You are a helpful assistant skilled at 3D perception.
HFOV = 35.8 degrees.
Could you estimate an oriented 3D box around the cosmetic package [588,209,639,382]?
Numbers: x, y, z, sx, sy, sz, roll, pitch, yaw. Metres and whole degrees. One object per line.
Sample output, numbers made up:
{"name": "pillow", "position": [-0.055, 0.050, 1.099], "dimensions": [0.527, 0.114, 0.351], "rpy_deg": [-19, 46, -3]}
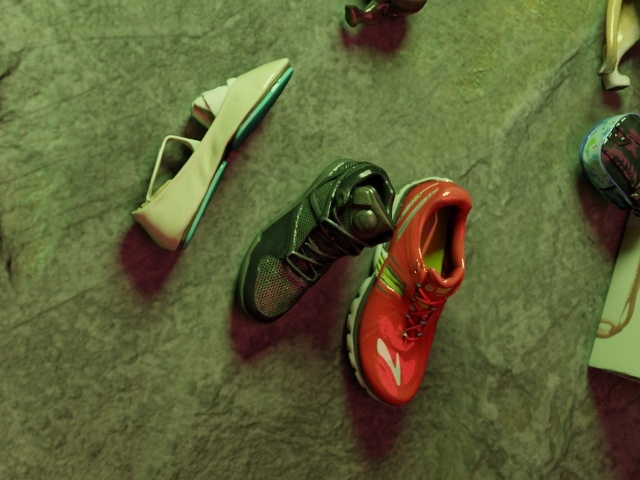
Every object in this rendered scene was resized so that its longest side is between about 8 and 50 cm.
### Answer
{"name": "cosmetic package", "position": [0.492, 0.057, 1.344], "dimensions": [0.153, 0.129, 0.296], "rpy_deg": [21, 83, -27]}

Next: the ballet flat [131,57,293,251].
{"name": "ballet flat", "position": [-0.121, -0.108, 1.067], "dimensions": [0.086, 0.086, 0.248], "rpy_deg": [35, 79, -23]}

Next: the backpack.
{"name": "backpack", "position": [0.398, -0.107, 1.312], "dimensions": [0.114, 0.084, 0.105], "rpy_deg": [44, 77, -19]}

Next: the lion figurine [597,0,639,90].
{"name": "lion figurine", "position": [0.525, -0.337, 1.335], "dimensions": [0.392, 0.142, 0.240], "rpy_deg": [-7, 88, -21]}

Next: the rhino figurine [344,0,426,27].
{"name": "rhino figurine", "position": [0.073, -0.373, 1.146], "dimensions": [0.106, 0.073, 0.243], "rpy_deg": [-8, 95, -22]}

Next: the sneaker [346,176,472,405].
{"name": "sneaker", "position": [0.110, 0.060, 1.162], "dimensions": [0.107, 0.118, 0.279], "rpy_deg": [12, 87, -25]}

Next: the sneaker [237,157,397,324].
{"name": "sneaker", "position": [0.000, 0.000, 1.101], "dimensions": [0.227, 0.130, 0.087], "rpy_deg": [-48, 109, -14]}
